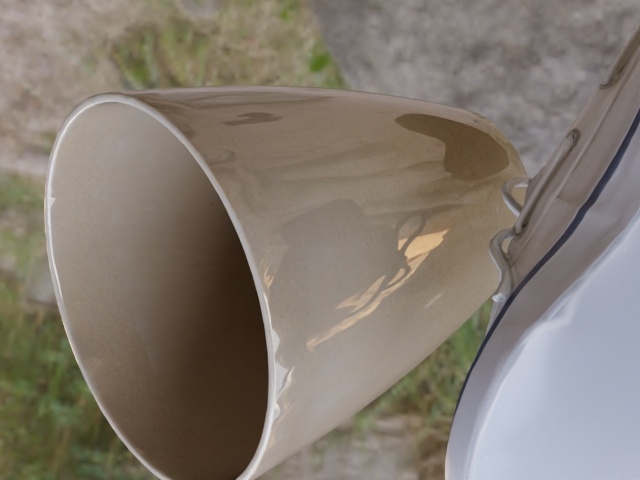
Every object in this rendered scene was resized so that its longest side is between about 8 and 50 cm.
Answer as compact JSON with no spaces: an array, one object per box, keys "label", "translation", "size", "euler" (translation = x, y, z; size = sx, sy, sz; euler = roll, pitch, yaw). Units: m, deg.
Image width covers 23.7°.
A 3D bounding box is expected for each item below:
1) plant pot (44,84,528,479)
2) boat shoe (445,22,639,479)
[{"label":"plant pot","translation":[0.000,0.000,1.007],"size":[0.274,0.256,0.256],"euler":[-19,-174,-35]},{"label":"boat shoe","translation":[0.161,-0.004,0.872],"size":[0.136,0.367,0.156],"euler":[25,-179,-21]}]
